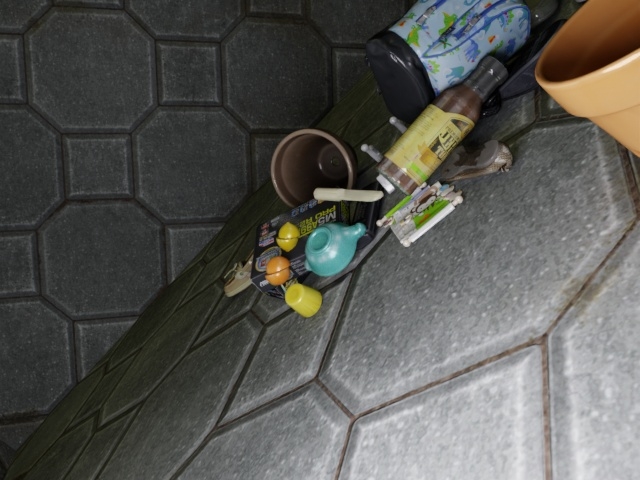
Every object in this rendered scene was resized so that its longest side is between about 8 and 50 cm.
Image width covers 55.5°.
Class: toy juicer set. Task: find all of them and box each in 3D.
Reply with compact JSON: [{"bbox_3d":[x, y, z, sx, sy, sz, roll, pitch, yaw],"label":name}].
[{"bbox_3d":[0.000,0.000,1.414,0.209,0.089,0.329,35,90,45],"label":"toy juicer set"}]

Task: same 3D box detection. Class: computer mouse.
[{"bbox_3d":[0.467,-0.376,1.347,0.188,0.072,0.272,-57,7,-28],"label":"computer mouse"}]

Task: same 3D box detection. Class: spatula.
[{"bbox_3d":[0.448,-0.436,1.599,0.296,0.030,0.084,-41,17,16],"label":"spatula"}]

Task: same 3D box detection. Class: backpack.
[{"bbox_3d":[0.311,-0.466,1.420,0.273,0.290,0.355,30,77,29],"label":"backpack"}]

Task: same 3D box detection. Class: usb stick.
[{"bbox_3d":[0.115,-0.066,1.515,0.077,0.045,0.278,-30,21,26],"label":"usb stick"}]

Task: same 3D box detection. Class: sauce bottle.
[{"bbox_3d":[0.271,-0.256,1.346,0.344,0.111,0.111,-49,15,8],"label":"sauce bottle"}]

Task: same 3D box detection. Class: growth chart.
[{"bbox_3d":[0.212,-0.065,1.306,0.172,0.021,0.237,-44,16,4],"label":"growth chart"}]

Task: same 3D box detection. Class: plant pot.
[{"bbox_3d":[0.447,-0.221,0.745,0.291,0.203,0.291,-41,17,16],"label":"plant pot"},{"bbox_3d":[0.013,-0.228,1.877,0.263,0.263,0.229,-37,0,29],"label":"plant pot"}]

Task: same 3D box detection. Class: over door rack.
[{"bbox_3d":[0.231,-0.285,1.645,0.239,0.108,0.324,-42,16,16],"label":"over door rack"}]

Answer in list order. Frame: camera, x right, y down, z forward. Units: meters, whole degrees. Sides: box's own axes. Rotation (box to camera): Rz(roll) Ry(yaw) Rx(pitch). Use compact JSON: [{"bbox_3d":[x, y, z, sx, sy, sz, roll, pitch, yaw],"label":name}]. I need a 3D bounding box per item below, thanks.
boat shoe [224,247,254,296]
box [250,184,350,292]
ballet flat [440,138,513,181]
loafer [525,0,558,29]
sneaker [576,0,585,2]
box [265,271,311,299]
[{"bbox_3d":[-0.221,0.064,1.972,0.285,0.089,0.104,-45,16,6],"label":"boat shoe"},{"bbox_3d":[-0.050,-0.006,1.570,0.270,0.060,0.216,-25,36,22],"label":"box"},{"bbox_3d":[0.313,-0.155,1.224,0.084,0.058,0.250,-68,13,-5],"label":"ballet flat"},{"bbox_3d":[0.591,-0.680,1.681,0.112,0.111,0.319,-31,22,38],"label":"loafer"},{"bbox_3d":[0.670,-0.697,1.397,0.295,0.178,0.123,-21,29,56],"label":"sneaker"},{"bbox_3d":[-0.065,0.058,1.655,0.220,0.051,0.175,-51,17,-16],"label":"box"}]
